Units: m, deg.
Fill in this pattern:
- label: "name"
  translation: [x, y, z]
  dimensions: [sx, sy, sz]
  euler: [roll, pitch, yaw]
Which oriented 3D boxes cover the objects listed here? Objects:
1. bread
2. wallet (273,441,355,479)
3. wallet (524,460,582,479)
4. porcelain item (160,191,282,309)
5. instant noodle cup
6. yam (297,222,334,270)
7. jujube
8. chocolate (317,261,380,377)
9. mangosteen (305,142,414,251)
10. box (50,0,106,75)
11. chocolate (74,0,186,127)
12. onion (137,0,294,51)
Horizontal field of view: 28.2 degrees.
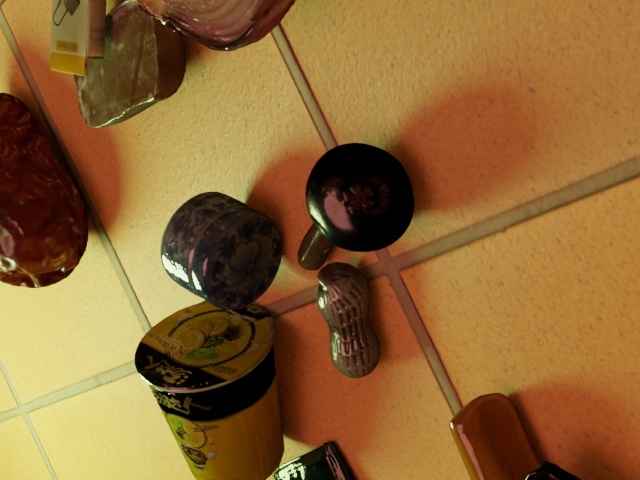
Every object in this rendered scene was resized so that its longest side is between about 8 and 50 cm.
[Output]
- label: "bread"
  translation: [0.232, 0.300, 1.545]
  dimensions: [0.239, 0.093, 0.074]
  euler: [66, 162, 1]
- label: "wallet"
  translation: [0.024, 0.427, 1.904]
  dimensions: [0.160, 0.055, 0.236]
  euler: [-35, 81, 46]
- label: "wallet"
  translation: [0.313, 0.380, 1.435]
  dimensions: [0.250, 0.075, 0.176]
  euler: [32, 119, 13]
- label: "porcelain item"
  translation: [-0.135, 0.016, 1.778]
  dimensions: [0.114, 0.147, 0.147]
  euler: [29, 131, 39]
- label: "instant noodle cup"
  translation: [-0.148, 0.237, 1.893]
  dimensions: [0.215, 0.215, 0.236]
  euler: [23, 136, 42]
- label: "yam"
  translation: [0.000, 0.000, 1.694]
  dimensions: [0.043, 0.043, 0.094]
  euler: [53, 142, 16]
- label: "jujube"
  translation: [-0.524, -0.091, 2.169]
  dimensions: [0.216, 0.216, 0.342]
  euler: [-45, 63, 52]
- label: "chocolate"
  translation: [0.037, 0.105, 1.685]
  dimensions: [0.072, 0.072, 0.167]
  euler: [9, 117, 48]
- label: "mangosteen"
  translation: [0.047, -0.052, 1.553]
  dimensions: [0.151, 0.137, 0.137]
  euler: [-164, 50, -87]
- label: "box"
  translation: [-0.351, -0.367, 1.852]
  dimensions: [0.129, 0.033, 0.247]
  euler: [18, 107, 51]
- label: "chocolate"
  translation: [-0.267, -0.254, 1.842]
  dimensions: [0.254, 0.080, 0.157]
  euler: [-14, 82, 53]
- label: "onion"
  translation: [-0.094, -0.399, 1.489]
  dimensions: [0.267, 0.159, 0.348]
  euler: [47, 134, 5]
